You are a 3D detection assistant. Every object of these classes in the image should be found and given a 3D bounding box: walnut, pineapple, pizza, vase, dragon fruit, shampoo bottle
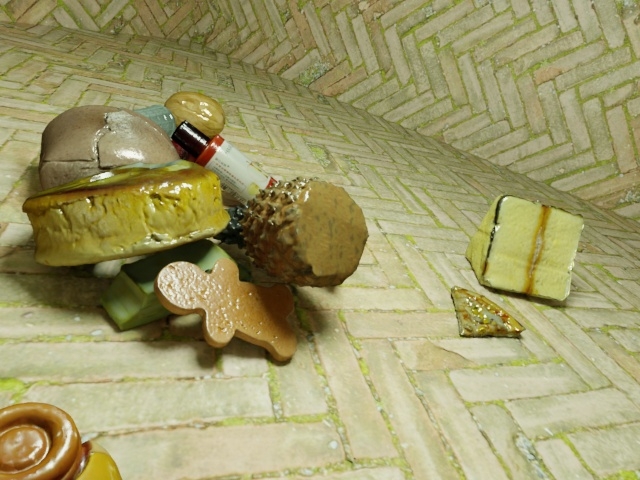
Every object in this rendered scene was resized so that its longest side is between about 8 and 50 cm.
[{"bbox_3d":[-0.425,-0.422,1.490,0.207,0.159,0.159,11,28,-15],"label":"walnut"},{"bbox_3d":[-0.087,-0.012,0.851,0.202,0.201,0.362,-9,5,-41],"label":"pineapple"},{"bbox_3d":[0.352,0.167,1.004,0.176,0.036,0.185,-9,37,-41],"label":"pizza"},{"bbox_3d":[-0.543,-0.322,1.259,0.143,0.143,0.299,23,26,9],"label":"vase"},{"bbox_3d":[-0.345,-0.222,1.206,0.111,0.153,0.153,16,22,-46],"label":"dragon fruit"},{"bbox_3d":[-0.245,-0.192,1.115,0.278,0.104,0.104,37,22,-21],"label":"shampoo bottle"}]

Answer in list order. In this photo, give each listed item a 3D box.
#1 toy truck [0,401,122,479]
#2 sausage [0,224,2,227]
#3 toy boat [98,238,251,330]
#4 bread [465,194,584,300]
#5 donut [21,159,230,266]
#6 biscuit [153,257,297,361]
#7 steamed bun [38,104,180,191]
[{"bbox_3d":[-0.243,0.260,0.299,0.212,0.204,0.288,38,32,29],"label":"toy truck"},{"bbox_3d":[-0.634,-0.042,0.817,0.100,0.015,0.015,21,28,5],"label":"sausage"},{"bbox_3d":[-0.243,0.063,0.788,0.111,0.084,0.276,33,32,30],"label":"toy boat"},{"bbox_3d":[0.564,0.018,1.184,0.264,0.235,0.198,13,28,-10],"label":"bread"},{"bbox_3d":[-0.336,-0.060,0.788,0.331,0.159,0.330,-8,10,1],"label":"donut"},{"bbox_3d":[-0.151,0.106,0.726,0.250,0.036,0.165,23,40,-29],"label":"biscuit"},{"bbox_3d":[-0.456,-0.189,0.994,0.302,0.199,0.251,2,32,-30],"label":"steamed bun"}]
